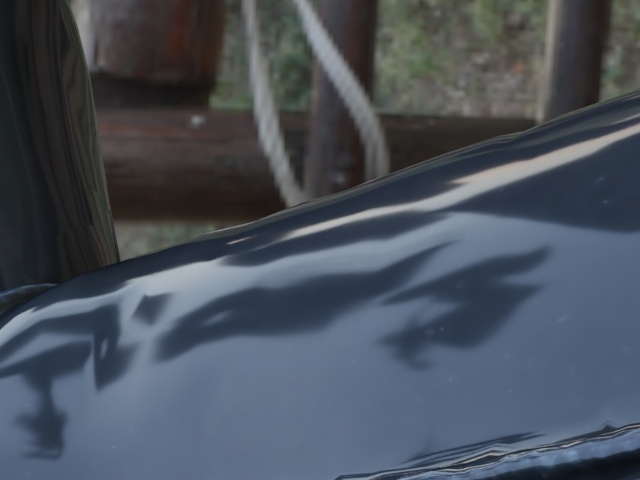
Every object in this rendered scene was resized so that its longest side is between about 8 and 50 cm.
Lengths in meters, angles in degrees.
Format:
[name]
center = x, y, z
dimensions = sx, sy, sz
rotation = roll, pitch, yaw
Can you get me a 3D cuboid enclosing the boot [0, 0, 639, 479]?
[boot]
center = 0.000, 0.002, 0.489
dimensions = 0.445, 0.146, 0.367
rotation = -17, 66, 42
